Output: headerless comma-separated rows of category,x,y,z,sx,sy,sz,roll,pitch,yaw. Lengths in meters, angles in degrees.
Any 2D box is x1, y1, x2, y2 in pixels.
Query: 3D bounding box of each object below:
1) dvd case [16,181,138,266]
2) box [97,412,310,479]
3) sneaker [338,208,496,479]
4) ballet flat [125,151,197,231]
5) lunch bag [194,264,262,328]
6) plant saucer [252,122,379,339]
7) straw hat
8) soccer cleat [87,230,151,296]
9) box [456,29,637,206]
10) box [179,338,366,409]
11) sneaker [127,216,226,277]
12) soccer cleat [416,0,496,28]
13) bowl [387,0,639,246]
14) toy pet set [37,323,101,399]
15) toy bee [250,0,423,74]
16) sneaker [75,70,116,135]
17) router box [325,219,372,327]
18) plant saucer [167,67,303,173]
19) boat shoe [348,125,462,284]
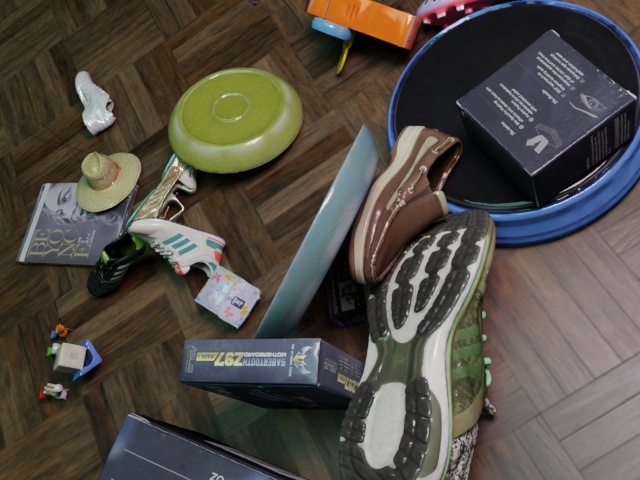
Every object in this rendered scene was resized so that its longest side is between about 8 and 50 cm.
dvd case,-0.450,-0.032,1.332,0.221,0.018,0.164,1,67,24
box,-0.148,0.453,0.860,0.294,0.212,0.395,13,73,27
sneaker,0.153,0.152,0.905,0.158,0.182,0.410,-6,55,44
ballet flat,-0.256,-0.083,1.254,0.067,0.073,0.206,30,83,4
lunch bag,-0.140,0.088,1.122,0.083,0.053,0.071,31,83,22
plant saucer,0.000,0.000,0.934,0.044,0.317,0.317,28,78,-2
straw hat,-0.401,-0.126,1.312,0.145,0.061,0.144,-12,51,15
soccer cleat,-0.345,0.033,1.200,0.179,0.072,0.060,-41,75,25
box,0.290,-0.158,0.935,0.158,0.093,0.156,-37,58,3
box,-0.041,0.176,0.928,0.184,0.233,0.059,-4,70,22
sneaker,-0.230,0.015,1.146,0.057,0.161,0.075,-16,61,58
soccer cleat,0.243,-0.405,1.119,0.248,0.083,0.095,-12,80,56
bowl,0.281,-0.184,1.052,0.391,0.077,0.390,-9,63,19
toy pet set,-0.411,0.199,1.196,0.114,0.065,0.122,-35,46,48
toy bee,0.041,-0.403,1.222,0.298,0.162,0.195,44,110,5
sneaker,-0.442,-0.277,1.429,0.061,0.053,0.152,-23,65,2
router box,0.072,0.025,1.061,0.133,0.046,0.178,-16,61,18
plant saucer,-0.150,-0.219,1.240,0.241,0.037,0.240,-4,56,6
boat shoe,0.118,-0.051,0.938,0.095,0.095,0.257,11,59,24
